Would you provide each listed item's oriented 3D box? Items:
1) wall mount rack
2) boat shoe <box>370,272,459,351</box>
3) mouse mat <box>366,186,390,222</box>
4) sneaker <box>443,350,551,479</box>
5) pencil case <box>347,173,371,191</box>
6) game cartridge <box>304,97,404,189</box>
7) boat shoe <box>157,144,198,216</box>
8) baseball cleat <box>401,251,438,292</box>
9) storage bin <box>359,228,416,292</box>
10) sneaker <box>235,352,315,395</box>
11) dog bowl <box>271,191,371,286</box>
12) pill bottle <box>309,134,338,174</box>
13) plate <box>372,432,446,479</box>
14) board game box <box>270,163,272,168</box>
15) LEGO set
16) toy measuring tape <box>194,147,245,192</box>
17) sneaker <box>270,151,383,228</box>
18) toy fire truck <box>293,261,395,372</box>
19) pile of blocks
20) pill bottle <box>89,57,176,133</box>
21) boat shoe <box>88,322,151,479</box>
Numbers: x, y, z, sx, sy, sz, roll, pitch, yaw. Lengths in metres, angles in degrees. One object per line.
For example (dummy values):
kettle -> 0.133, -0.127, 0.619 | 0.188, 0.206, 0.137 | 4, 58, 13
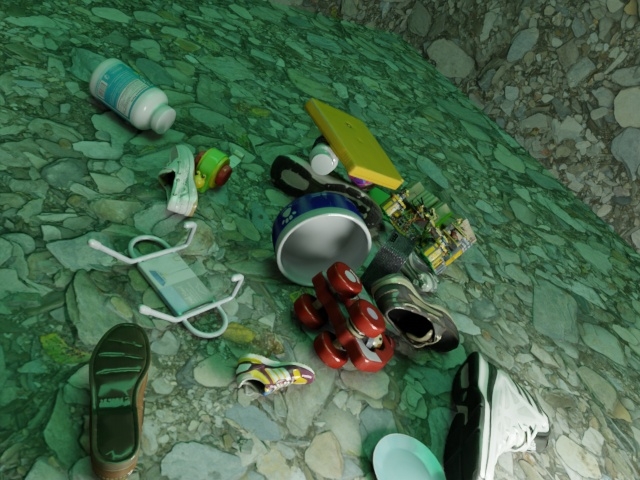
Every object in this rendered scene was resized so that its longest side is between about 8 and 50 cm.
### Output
wall mount rack -> -0.361, 0.079, 1.339 | 0.350, 0.131, 0.304 | 45, 37, 21
boat shoe -> 0.261, 0.230, 1.562 | 0.355, 0.132, 0.130 | 37, 33, -32
mouse mat -> 0.236, -0.135, 2.164 | 0.152, 0.007, 0.190 | 31, 33, 1
sneaker -> 0.458, 0.476, 1.409 | 0.257, 0.169, 0.448 | 29, 32, 1
pencil case -> 0.155, -0.232, 2.063 | 0.104, 0.104, 0.236 | 36, 3, 8
game cartridge -> 0.114, -0.310, 1.886 | 0.285, 0.052, 0.324 | 10, 43, -49
boat shoe -> -0.419, -0.187, 1.661 | 0.096, 0.098, 0.277 | 9, 41, -30
baseball cleat -> 0.315, 0.095, 1.893 | 0.109, 0.072, 0.206 | 20, 34, -42
storage bin -> 0.198, 0.069, 1.721 | 0.084, 0.180, 0.122 | 35, 35, 6
sneaker -> -0.102, 0.315, 1.297 | 0.185, 0.070, 0.084 | 13, 46, -13
dog bowl -> 0.000, 0.000, 1.588 | 0.264, 0.265, 0.104 | 11, 36, -26
pill bottle -> 0.014, -0.272, 1.843 | 0.094, 0.094, 0.169 | 26, 28, -7
plate -> 0.196, 0.522, 1.286 | 0.188, 0.024, 0.188 | 20, 35, -14
board game box -> -0.093, -0.252, 2.043 | 0.133, 0.033, 0.168 | 41, 36, 15
LEGO set -> 0.370, -0.056, 1.928 | 0.331, 0.192, 0.255 | 52, 3, 36
toy measuring tape -> -0.309, -0.251, 1.811 | 0.121, 0.121, 0.330 | 32, 34, 3
sneaker -> 0.043, -0.194, 1.954 | 0.410, 0.158, 0.182 | 32, 39, 0
toy fire truck -> 0.094, 0.208, 1.508 | 0.253, 0.169, 0.302 | 20, 32, -48
pile of blocks -> 0.419, -0.085, 2.174 | 0.112, 0.149, 0.362 | -37, 52, -8
pill bottle -> -0.588, -0.448, 1.825 | 0.264, 0.146, 0.146 | 37, 35, 8
boat shoe -> -0.382, 0.298, 1.075 | 0.110, 0.105, 0.308 | 8, 41, -15
